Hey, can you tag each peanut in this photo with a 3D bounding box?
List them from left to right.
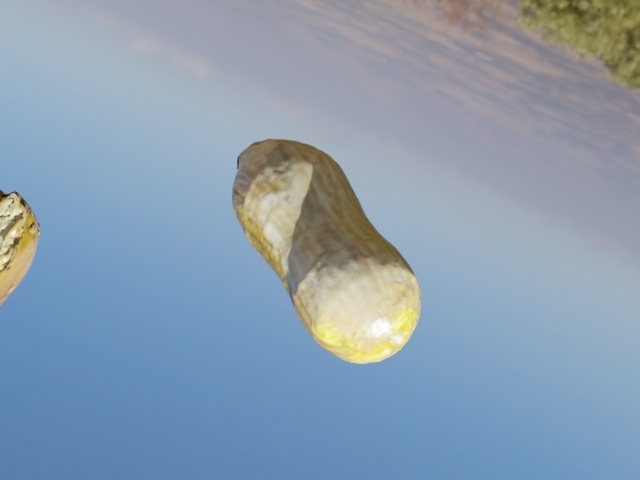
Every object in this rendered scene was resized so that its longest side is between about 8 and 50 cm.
[{"bbox_3d":[0.000,0.000,0.789,0.087,0.087,0.207,18,-151,-45],"label":"peanut"}]

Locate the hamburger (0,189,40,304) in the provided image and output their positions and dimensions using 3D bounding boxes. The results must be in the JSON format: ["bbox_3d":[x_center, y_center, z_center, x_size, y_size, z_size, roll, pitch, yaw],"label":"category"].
[{"bbox_3d":[-0.348,0.057,0.994,0.124,0.262,0.131,43,175,19],"label":"hamburger"}]
